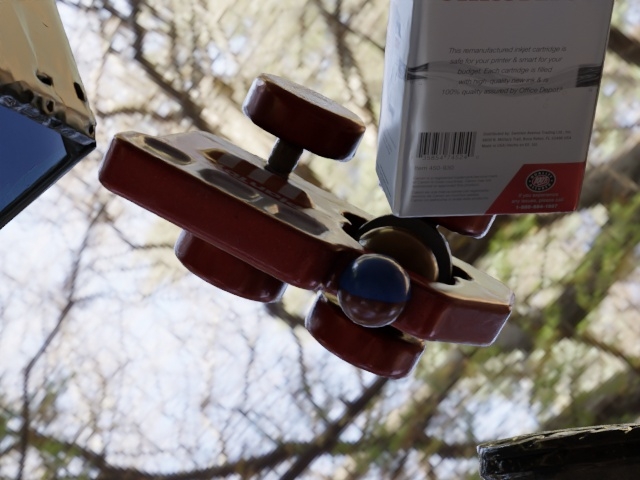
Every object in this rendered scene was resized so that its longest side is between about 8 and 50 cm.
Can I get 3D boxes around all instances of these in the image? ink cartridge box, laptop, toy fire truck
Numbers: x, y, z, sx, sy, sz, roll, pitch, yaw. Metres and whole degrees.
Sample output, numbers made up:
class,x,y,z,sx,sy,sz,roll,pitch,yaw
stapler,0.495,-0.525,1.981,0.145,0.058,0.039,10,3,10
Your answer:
class,x,y,z,sx,sy,sz,roll,pitch,yaw
ink cartridge box,0.084,-0.084,0.675,0.099,0.135,0.056,-1,-149,-10
laptop,-0.200,-0.131,0.596,0.264,0.137,0.234,27,-139,-75
toy fire truck,0.000,0.000,1.027,0.302,0.169,0.254,29,-167,7

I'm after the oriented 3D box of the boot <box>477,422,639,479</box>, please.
class,x,y,z,sx,sy,sz,roll,pitch,yaw
boot,0.197,0.219,0.702,0.338,0.118,0.222,23,-115,-45
